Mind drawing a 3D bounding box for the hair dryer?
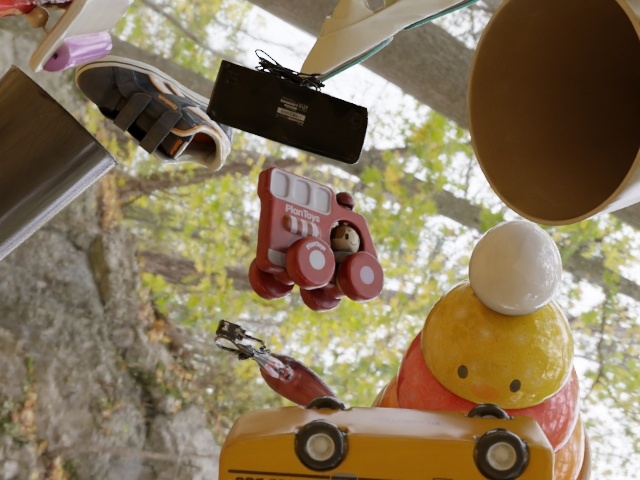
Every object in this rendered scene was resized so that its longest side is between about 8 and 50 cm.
[{"bbox_3d":[-0.087,0.260,1.585,0.080,0.294,0.223,-60,-170,1],"label":"hair dryer"}]

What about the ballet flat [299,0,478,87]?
[{"bbox_3d":[0.116,-0.427,1.526,0.400,0.139,0.139,-28,-141,-3],"label":"ballet flat"}]

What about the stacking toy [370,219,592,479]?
[{"bbox_3d":[0.237,0.165,1.164,0.350,0.351,0.479,-114,-164,-48],"label":"stacking toy"}]

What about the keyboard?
[{"bbox_3d":[-0.035,-0.161,0.991,0.038,0.192,0.100,170,-63,-77],"label":"keyboard"}]

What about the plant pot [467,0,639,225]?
[{"bbox_3d":[0.349,-0.157,0.907,0.256,0.274,0.256,21,-66,57],"label":"plant pot"}]

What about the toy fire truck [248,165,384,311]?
[{"bbox_3d":[0.000,0.000,1.678,0.169,0.302,0.253,-20,-120,50],"label":"toy fire truck"}]

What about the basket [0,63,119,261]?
[{"bbox_3d":[-0.378,-0.068,0.960,0.227,0.154,0.204,-46,-136,-8],"label":"basket"}]

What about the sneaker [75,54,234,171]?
[{"bbox_3d":[-0.306,-0.233,1.546,0.126,0.321,0.127,-42,-143,44],"label":"sneaker"}]

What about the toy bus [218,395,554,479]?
[{"bbox_3d":[0.065,0.242,0.863,0.108,0.333,0.130,-54,146,-84],"label":"toy bus"}]

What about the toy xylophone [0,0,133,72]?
[{"bbox_3d":[-0.222,-0.266,0.551,0.081,0.322,0.236,-31,-174,12],"label":"toy xylophone"}]
